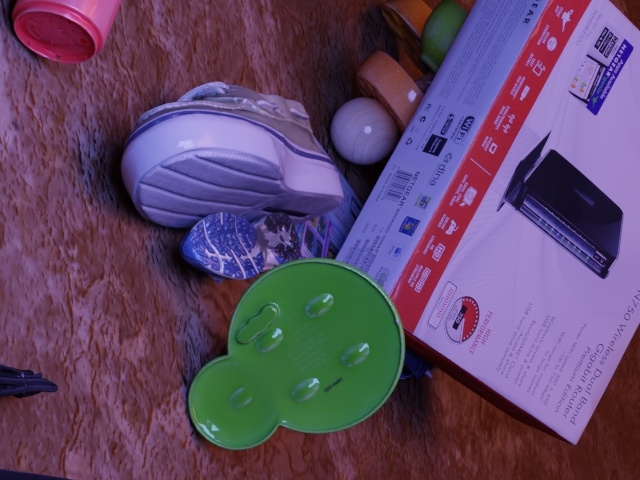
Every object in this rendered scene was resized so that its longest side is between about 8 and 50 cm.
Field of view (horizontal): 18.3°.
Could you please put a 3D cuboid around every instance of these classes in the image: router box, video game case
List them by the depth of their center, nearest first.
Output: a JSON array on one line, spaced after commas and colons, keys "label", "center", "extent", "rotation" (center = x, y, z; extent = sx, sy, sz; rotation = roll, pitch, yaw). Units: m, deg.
[{"label": "video game case", "center": [0.000, 0.000, 1.681], "extent": [0.157, 0.019, 0.143], "rotation": [53, 38, -47]}, {"label": "router box", "center": [0.192, -0.032, 1.735], "extent": [0.301, 0.082, 0.335], "rotation": [34, 81, -42]}]

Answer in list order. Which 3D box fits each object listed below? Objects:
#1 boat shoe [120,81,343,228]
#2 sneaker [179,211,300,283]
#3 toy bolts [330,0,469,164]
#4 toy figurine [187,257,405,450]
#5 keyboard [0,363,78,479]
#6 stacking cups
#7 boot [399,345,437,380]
[{"label": "boat shoe", "center": [-0.073, -0.068, 1.475], "extent": [0.094, 0.109, 0.302], "rotation": [68, 15, 12]}, {"label": "sneaker", "center": [-0.069, 0.012, 1.480], "extent": [0.135, 0.058, 0.052], "rotation": [0, 69, -60]}, {"label": "toy bolts", "center": [0.090, -0.096, 1.826], "extent": [0.228, 0.158, 0.218], "rotation": [56, -6, -27]}, {"label": "toy figurine", "center": [-0.014, 0.080, 1.519], "extent": [0.130, 0.173, 0.159], "rotation": [53, 8, -3]}, {"label": "keyboard", "center": [-0.209, 0.156, 1.176], "extent": [0.317, 0.033, 0.201], "rotation": [24, 68, -62]}, {"label": "stacking cups", "center": [-0.141, -0.264, 1.380], "extent": [0.096, 0.096, 0.316], "rotation": [53, 47, -46]}, {"label": "boot", "center": [0.092, 0.094, 1.805], "extent": [0.190, 0.069, 0.086], "rotation": [33, 60, -48]}]
